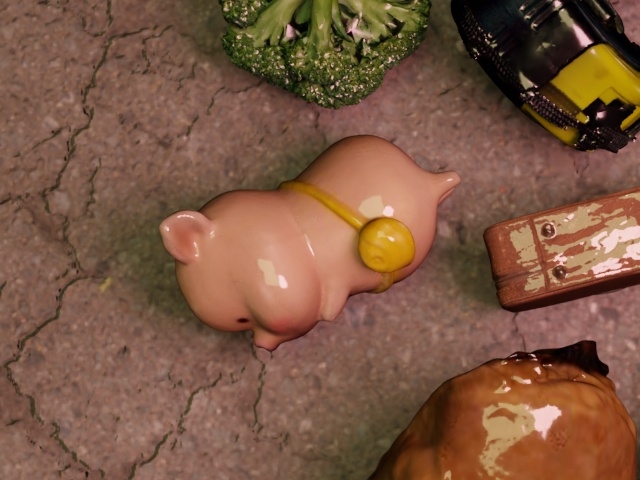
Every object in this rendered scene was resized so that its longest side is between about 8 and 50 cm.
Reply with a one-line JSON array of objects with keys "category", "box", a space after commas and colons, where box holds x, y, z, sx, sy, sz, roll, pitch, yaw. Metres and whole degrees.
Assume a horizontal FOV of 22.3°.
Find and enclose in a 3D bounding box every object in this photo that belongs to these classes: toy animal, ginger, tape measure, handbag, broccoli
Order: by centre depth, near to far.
[{"category": "ginger", "box": [0.138, 0.222, 1.236, 0.200, 0.269, 0.223, -10, 70, -24]}, {"category": "handbag", "box": [0.230, 0.005, 1.318, 0.193, 0.151, 0.072, -15, 83, 2]}, {"category": "tape measure", "box": [0.196, -0.161, 1.329, 0.112, 0.186, 0.199, -42, 77, 20]}, {"category": "toy animal", "box": [0.000, -0.002, 1.344, 0.248, 0.165, 0.149, -18, 74, -3]}, {"category": "broccoli", "box": [0.003, -0.208, 1.384, 0.195, 0.156, 0.195, 5, 50, -6]}]
